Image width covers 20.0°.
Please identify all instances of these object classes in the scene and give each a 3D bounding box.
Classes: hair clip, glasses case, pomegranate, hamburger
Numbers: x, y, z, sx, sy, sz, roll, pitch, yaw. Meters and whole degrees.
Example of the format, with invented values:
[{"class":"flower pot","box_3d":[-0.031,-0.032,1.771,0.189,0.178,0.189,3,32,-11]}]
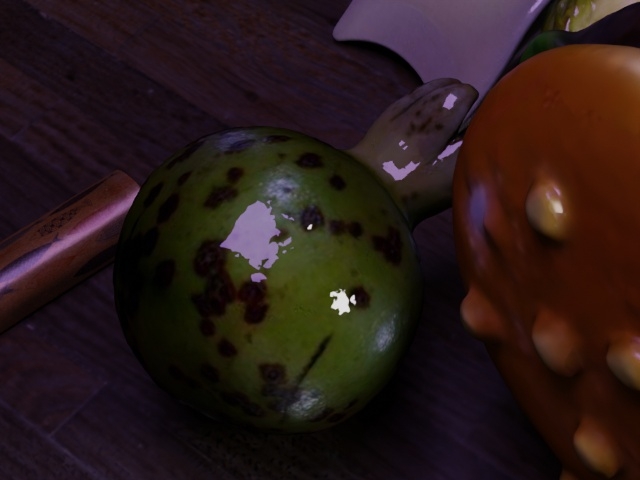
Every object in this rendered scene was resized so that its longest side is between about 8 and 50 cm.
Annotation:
[{"class":"hair clip","box_3d":[0.164,-0.233,1.563,0.282,0.113,0.172,-32,55,-15]},{"class":"glasses case","box_3d":[-0.218,0.006,1.477,0.170,0.041,0.064,-34,55,-17]},{"class":"pomegranate","box_3d":[0.001,0.010,1.299,0.306,0.242,0.242,-28,50,16]},{"class":"hamburger","box_3d":[0.265,0.009,1.169,0.277,0.395,0.396,-29,53,-28]}]

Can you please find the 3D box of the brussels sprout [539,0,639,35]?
[{"class":"brussels sprout","box_3d":[0.243,-0.147,1.482,0.151,0.122,0.149,-29,88,-13]}]
